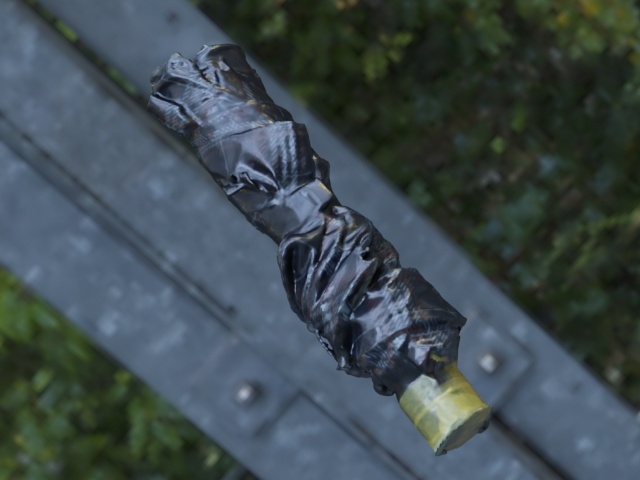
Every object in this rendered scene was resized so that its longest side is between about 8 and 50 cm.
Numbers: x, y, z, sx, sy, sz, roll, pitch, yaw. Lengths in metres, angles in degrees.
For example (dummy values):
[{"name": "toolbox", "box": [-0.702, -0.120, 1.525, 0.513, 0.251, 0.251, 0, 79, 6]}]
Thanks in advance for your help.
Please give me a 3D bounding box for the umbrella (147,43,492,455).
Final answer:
[{"name": "umbrella", "box": [0.000, 0.000, 0.558, 0.037, 0.144, 0.040, -41, -21, 8]}]
